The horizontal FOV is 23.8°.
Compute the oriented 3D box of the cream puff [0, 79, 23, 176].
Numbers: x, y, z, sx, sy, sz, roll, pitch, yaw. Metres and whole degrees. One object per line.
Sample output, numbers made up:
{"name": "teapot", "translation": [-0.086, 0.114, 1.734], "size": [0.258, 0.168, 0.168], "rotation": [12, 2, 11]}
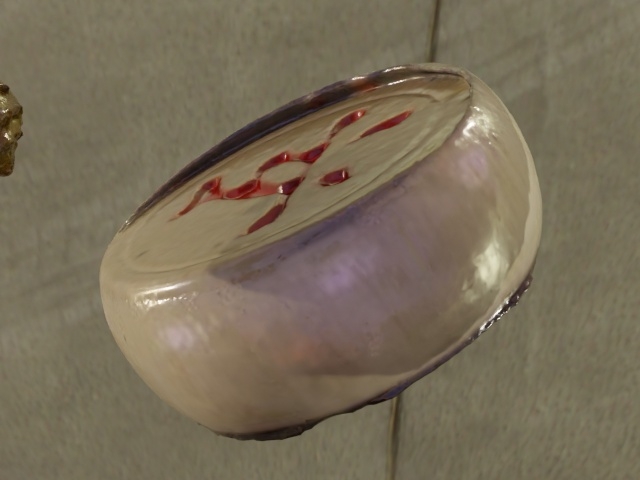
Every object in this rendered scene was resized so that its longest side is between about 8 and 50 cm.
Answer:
{"name": "cream puff", "translation": [-0.185, -0.068, 0.775], "size": [0.083, 0.083, 0.058], "rotation": [22, 42, 38]}

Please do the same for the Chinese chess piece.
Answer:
{"name": "Chinese chess piece", "translation": [0.000, 0.000, 0.838], "size": [0.250, 0.250, 0.103], "rotation": [-34, 111, -15]}
